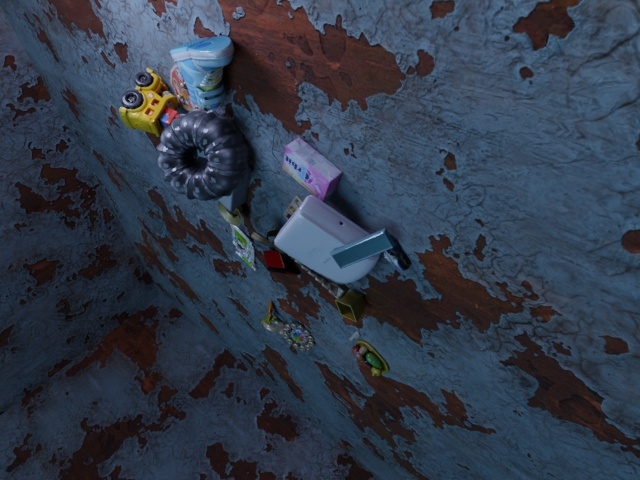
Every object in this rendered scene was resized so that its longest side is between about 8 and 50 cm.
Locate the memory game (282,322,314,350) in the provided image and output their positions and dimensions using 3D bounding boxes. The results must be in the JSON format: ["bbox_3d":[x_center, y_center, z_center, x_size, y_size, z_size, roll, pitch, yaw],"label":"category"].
[{"bbox_3d":[-0.113,0.492,2.353,0.186,0.012,0.186,15,128,20],"label":"memory game"}]

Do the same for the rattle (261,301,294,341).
[{"bbox_3d":[-0.198,0.424,2.436,0.199,0.143,0.130,25,179,11],"label":"rattle"}]

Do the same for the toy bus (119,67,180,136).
[{"bbox_3d":[-0.614,-0.509,1.756,0.211,0.220,0.149,21,162,2],"label":"toy bus"}]

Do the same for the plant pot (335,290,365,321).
[{"bbox_3d":[0.120,0.235,1.714,0.081,0.083,0.081,17,138,45],"label":"plant pot"}]

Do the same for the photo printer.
[{"bbox_3d":[0.028,0.017,1.488,0.307,0.107,0.256,34,146,-9],"label":"photo printer"}]

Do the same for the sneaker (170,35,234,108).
[{"bbox_3d":[-0.328,-0.502,1.421,0.319,0.127,0.208,28,144,50],"label":"sneaker"}]

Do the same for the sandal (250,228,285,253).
[{"bbox_3d":[-0.182,-0.011,1.842,0.088,0.079,0.240,33,-179,27],"label":"sandal"}]

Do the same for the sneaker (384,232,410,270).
[{"bbox_3d":[0.209,0.036,1.391,0.135,0.052,0.058,56,155,-12],"label":"sneaker"}]

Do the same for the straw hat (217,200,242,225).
[{"bbox_3d":[-0.364,-0.133,1.970,0.144,0.061,0.144,28,143,23],"label":"straw hat"}]

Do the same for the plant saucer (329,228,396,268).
[{"bbox_3d":[0.121,0.029,1.358,0.192,0.018,0.067,-24,113,27],"label":"plant saucer"}]

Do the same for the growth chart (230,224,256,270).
[{"bbox_3d":[-0.368,0.027,2.209,0.172,0.021,0.237,37,148,23],"label":"growth chart"}]

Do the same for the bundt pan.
[{"bbox_3d":[-0.422,-0.284,1.610,0.331,0.124,0.331,3,110,9],"label":"bundt pan"}]

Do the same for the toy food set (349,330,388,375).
[{"bbox_3d":[0.185,0.493,1.945,0.218,0.071,0.128,47,151,4],"label":"toy food set"}]

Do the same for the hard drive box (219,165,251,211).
[{"bbox_3d":[-0.372,-0.251,1.810,0.181,0.089,0.232,44,150,10],"label":"hard drive box"}]

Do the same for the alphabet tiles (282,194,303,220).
[{"bbox_3d":[0.000,0.000,1.677,0.342,0.011,0.285,49,152,1],"label":"alphabet tiles"}]

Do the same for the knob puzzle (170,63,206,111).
[{"bbox_3d":[-0.496,-0.547,1.691,0.213,0.030,0.213,35,148,26],"label":"knob puzzle"}]

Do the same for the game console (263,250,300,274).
[{"bbox_3d":[-0.167,0.096,1.989,0.124,0.085,0.144,14,172,-35],"label":"game console"}]

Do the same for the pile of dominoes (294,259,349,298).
[{"bbox_3d":[-0.013,0.108,1.634,0.251,0.196,0.040,40,108,14],"label":"pile of dominoes"}]

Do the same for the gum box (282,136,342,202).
[{"bbox_3d":[-0.032,-0.217,1.409,0.188,0.062,0.107,42,151,13],"label":"gum box"}]
